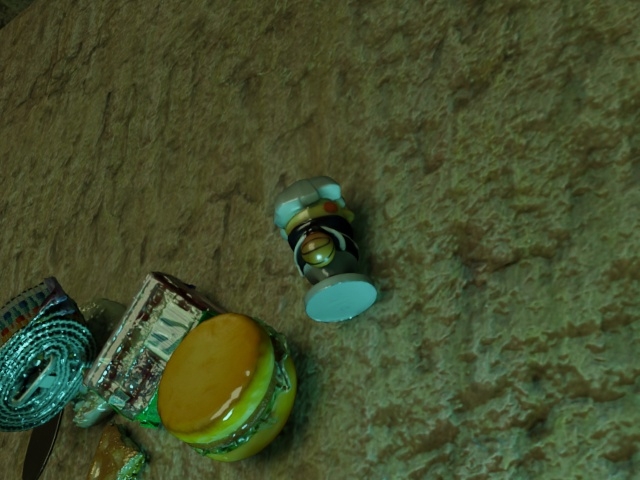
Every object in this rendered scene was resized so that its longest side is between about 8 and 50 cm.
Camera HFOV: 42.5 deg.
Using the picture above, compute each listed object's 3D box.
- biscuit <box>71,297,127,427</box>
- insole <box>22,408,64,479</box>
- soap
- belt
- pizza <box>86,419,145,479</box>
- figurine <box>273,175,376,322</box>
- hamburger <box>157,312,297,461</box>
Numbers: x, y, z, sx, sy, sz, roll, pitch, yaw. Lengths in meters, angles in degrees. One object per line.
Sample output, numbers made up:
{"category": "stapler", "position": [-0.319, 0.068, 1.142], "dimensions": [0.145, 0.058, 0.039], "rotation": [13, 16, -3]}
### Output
{"category": "biscuit", "position": [-0.455, 0.242, 1.740], "dimensions": [0.179, 0.084, 0.281], "rotation": [-30, 54, 26]}
{"category": "insole", "position": [-0.609, 0.391, 1.867], "dimensions": [0.111, 0.007, 0.327], "rotation": [3, 69, 45]}
{"category": "soap", "position": [-0.315, 0.208, 1.575], "dimensions": [0.218, 0.098, 0.273], "rotation": [32, 92, 27]}
{"category": "belt", "position": [-0.571, 0.240, 1.645], "dimensions": [0.295, 0.207, 0.160], "rotation": [-48, 42, -6]}
{"category": "pizza", "position": [-0.392, 0.431, 1.587], "dimensions": [0.161, 0.062, 0.182], "rotation": [-31, 43, 39]}
{"category": "figurine", "position": [0.000, 0.000, 1.356], "dimensions": [0.133, 0.176, 0.236], "rotation": [-19, 54, 3]}
{"category": "hamburger", "position": [-0.137, 0.246, 1.349], "dimensions": [0.246, 0.170, 0.246], "rotation": [-24, 42, 24]}
